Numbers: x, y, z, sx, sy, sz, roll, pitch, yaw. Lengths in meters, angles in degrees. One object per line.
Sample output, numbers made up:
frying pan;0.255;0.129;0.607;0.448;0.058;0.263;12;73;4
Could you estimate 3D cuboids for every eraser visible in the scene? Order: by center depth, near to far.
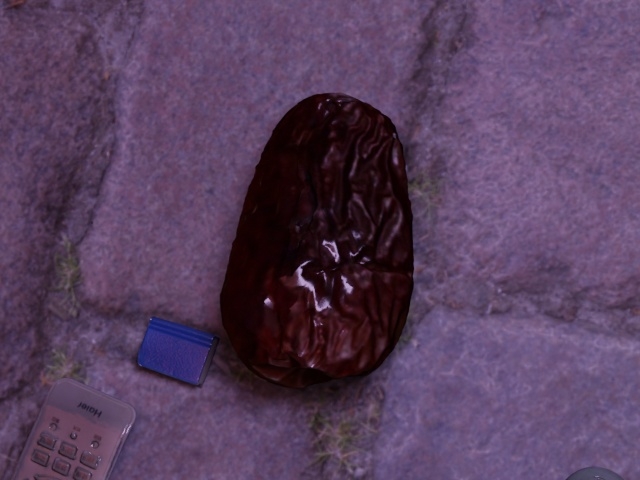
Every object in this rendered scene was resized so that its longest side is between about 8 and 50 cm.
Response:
eraser;-0.171;0.132;1.897;0.084;0.027;0.063;17;83;15

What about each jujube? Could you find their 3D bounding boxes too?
jujube;0.000;0.000;1.812;0.216;0.216;0.342;4;71;13

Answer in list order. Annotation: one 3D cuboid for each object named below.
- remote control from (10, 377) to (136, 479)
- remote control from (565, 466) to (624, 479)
remote control;-0.321;0.323;1.877;0.109;0.055;0.313;23;88;9
remote control;0.264;0.362;1.726;0.097;0.045;0.256;16;71;26
